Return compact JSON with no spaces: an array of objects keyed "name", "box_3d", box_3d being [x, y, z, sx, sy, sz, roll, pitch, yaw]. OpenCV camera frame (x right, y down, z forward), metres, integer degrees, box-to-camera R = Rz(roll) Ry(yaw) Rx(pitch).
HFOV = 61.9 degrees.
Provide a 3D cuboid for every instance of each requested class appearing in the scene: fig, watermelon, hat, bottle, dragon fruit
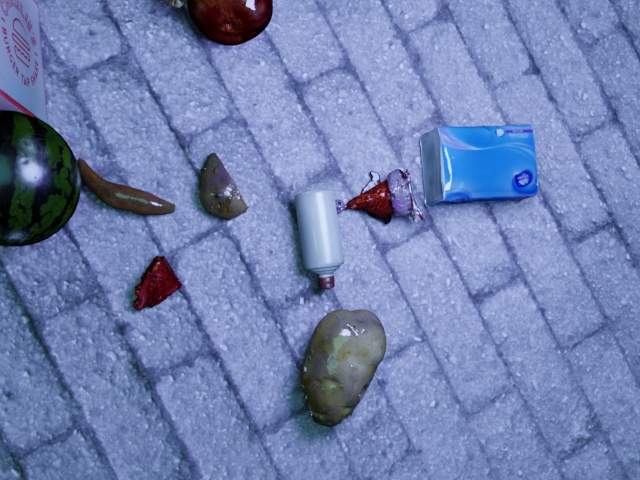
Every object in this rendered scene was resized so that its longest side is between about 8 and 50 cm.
[{"name":"fig","box_3d":[-0.217,-0.604,1.312,0.204,0.186,0.249,-3,53,2]},{"name":"watermelon","box_3d":[-0.655,-0.124,1.126,0.285,0.285,0.285,1,86,-11]},{"name":"hat","box_3d":[0.140,-0.097,1.378,0.228,0.129,0.140,-13,111,6]},{"name":"bottle","box_3d":[0.000,0.000,1.329,0.104,0.104,0.245,-8,88,-11]},{"name":"dragon fruit","box_3d":[-0.402,0.105,1.265,0.131,0.063,0.097,-39,93,-11]}]

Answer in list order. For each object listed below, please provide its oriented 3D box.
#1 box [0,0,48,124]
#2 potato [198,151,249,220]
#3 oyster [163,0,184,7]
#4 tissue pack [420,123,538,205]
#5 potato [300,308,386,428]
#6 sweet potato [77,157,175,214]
[{"name":"box","box_3d":[-0.778,-0.408,1.105,0.300,0.314,0.312,-6,87,-8]},{"name":"potato","box_3d":[-0.254,-0.129,1.297,0.101,0.089,0.172,-29,93,-9]},{"name":"oyster","box_3d":[-0.424,-0.699,1.298,0.166,0.110,0.341,-39,91,-20]},{"name":"tissue pack","box_3d":[0.414,-0.198,1.402,0.264,0.146,0.198,-3,87,-11]},{"name":"potato","box_3d":[0.048,0.303,1.300,0.192,0.141,0.296,23,81,-25]},{"name":"sweet potato","box_3d":[-0.475,-0.112,1.272,0.255,0.058,0.078,25,65,-6]}]
